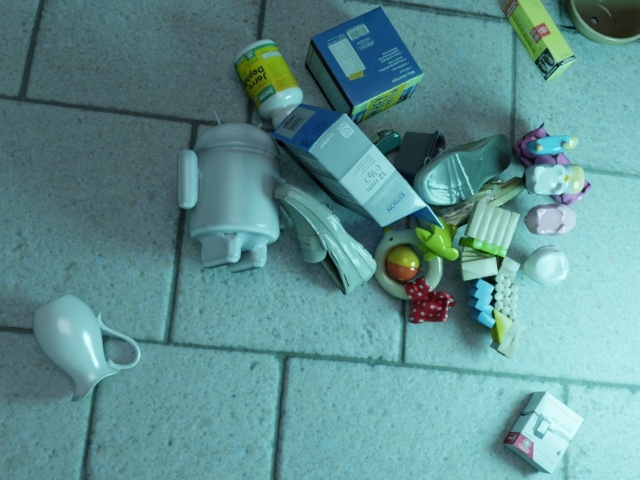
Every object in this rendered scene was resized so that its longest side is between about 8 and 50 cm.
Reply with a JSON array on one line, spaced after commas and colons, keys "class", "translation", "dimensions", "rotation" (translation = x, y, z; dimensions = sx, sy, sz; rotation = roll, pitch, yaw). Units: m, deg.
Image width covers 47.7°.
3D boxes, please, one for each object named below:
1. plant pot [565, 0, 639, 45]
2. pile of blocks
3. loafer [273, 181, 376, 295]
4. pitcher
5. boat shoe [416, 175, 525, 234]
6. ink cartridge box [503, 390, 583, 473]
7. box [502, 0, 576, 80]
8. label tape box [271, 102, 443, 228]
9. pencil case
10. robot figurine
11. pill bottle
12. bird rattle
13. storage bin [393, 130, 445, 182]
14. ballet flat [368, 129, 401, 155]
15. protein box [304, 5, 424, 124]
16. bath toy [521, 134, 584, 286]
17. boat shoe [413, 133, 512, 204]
[{"class": "plant pot", "translation": [0.745, -0.606, 1.906], "dimensions": [0.238, 0.110, 0.237], "rotation": [2, 77, -8]}, {"class": "pile of blocks", "translation": [0.377, 0.087, 1.666], "dimensions": [0.149, 0.113, 0.361], "rotation": [-6, 93, -11]}, {"class": "loafer", "translation": [0.000, 0.000, 1.597], "dimensions": [0.111, 0.112, 0.319], "rotation": [-49, 117, -11]}, {"class": "pitcher", "translation": [-0.497, 0.210, 1.539], "dimensions": [0.178, 0.125, 0.207], "rotation": [-30, 92, -34]}, {"class": "boat shoe", "translation": [0.362, -0.097, 1.729], "dimensions": [0.285, 0.104, 0.089], "rotation": [-25, 84, -12]}, {"class": "ink cartridge box", "translation": [0.505, 0.431, 1.638], "dimensions": [0.109, 0.063, 0.150], "rotation": [37, 75, 2]}, {"class": "box", "translation": [0.565, -0.537, 1.877], "dimensions": [0.058, 0.087, 0.232], "rotation": [-26, 82, -13]}, {"class": "label tape box", "translation": [0.076, -0.131, 1.566], "dimensions": [0.115, 0.249, 0.347], "rotation": [-46, 116, -5]}, {"class": "pencil case", "translation": [0.578, -0.184, 1.792], "dimensions": [0.098, 0.095, 0.209], "rotation": [-32, 84, -36]}, {"class": "robot figurine", "translation": [-0.190, -0.110, 1.607], "dimensions": [0.300, 0.200, 0.353], "rotation": [16, 69, -45]}, {"class": "pill bottle", "translation": [-0.114, -0.362, 1.724], "dimensions": [0.118, 0.117, 0.208], "rotation": [-26, 81, -13]}, {"class": "bird rattle", "translation": [0.221, 0.067, 1.662], "dimensions": [0.207, 0.143, 0.253], "rotation": [17, 113, 22]}, {"class": "storage bin", "translation": [0.238, -0.198, 1.752], "dimensions": [0.091, 0.098, 0.135], "rotation": [14, 73, 25]}, {"class": "ballet flat", "translation": [0.108, -0.212, 1.749], "dimensions": [0.188, 0.070, 0.070], "rotation": [-28, 81, -18]}, {"class": "protein box", "translation": [0.103, -0.417, 1.757], "dimensions": [0.200, 0.136, 0.201], "rotation": [-28, 81, -14]}, {"class": "bath toy", "translation": [0.536, -0.068, 1.696], "dimensions": [0.152, 0.129, 0.348], "rotation": [2, 93, -5]}, {"class": "boat shoe", "translation": [0.322, -0.167, 1.691], "dimensions": [0.320, 0.103, 0.118], "rotation": [-31, 111, -35]}]
